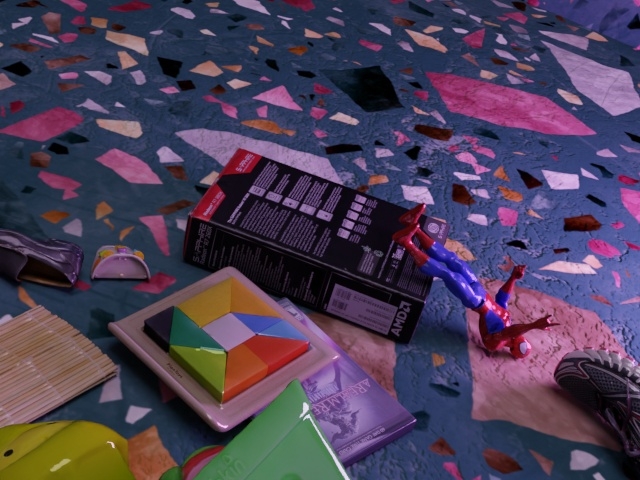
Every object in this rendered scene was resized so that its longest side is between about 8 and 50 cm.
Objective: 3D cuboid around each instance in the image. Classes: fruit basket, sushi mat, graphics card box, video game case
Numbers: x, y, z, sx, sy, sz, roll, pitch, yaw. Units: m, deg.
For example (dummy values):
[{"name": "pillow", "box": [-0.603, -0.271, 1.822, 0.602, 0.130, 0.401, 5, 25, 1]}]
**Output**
[{"name": "fruit basket", "box": [-0.188, 0.273, 0.922, 0.392, 0.283, 0.392, 21, 42, -20]}, {"name": "sushi mat", "box": [-0.405, 0.178, 1.147, 0.151, 0.019, 0.316, 33, 37, 24]}, {"name": "graphics card box", "box": [0.000, 0.000, 1.500, 0.371, 0.094, 0.233, 19, 34, 5]}, {"name": "video game case", "box": [-0.034, 0.190, 1.283, 0.196, 0.026, 0.274, -19, 47, -40]}]

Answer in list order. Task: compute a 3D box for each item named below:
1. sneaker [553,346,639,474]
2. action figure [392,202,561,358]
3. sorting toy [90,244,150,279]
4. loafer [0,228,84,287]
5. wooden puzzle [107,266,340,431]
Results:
[{"name": "sneaker", "box": [0.439, 0.253, 1.321, 0.112, 0.121, 0.299, -41, 51, -17]}, {"name": "action figure", "box": [0.243, 0.057, 1.403, 0.280, 0.139, 0.091, 50, 34, -16]}, {"name": "sorting toy", "box": [-0.291, 0.025, 1.400, 0.083, 0.045, 0.075, 2, 18, -21]}, {"name": "loafer", "box": [-0.411, 0.027, 1.322, 0.170, 0.062, 0.061, 6, 41, -13]}, {"name": "wooden puzzle", "box": [-0.122, 0.127, 1.273, 0.221, 0.044, 0.238, 37, 39, 27]}]
